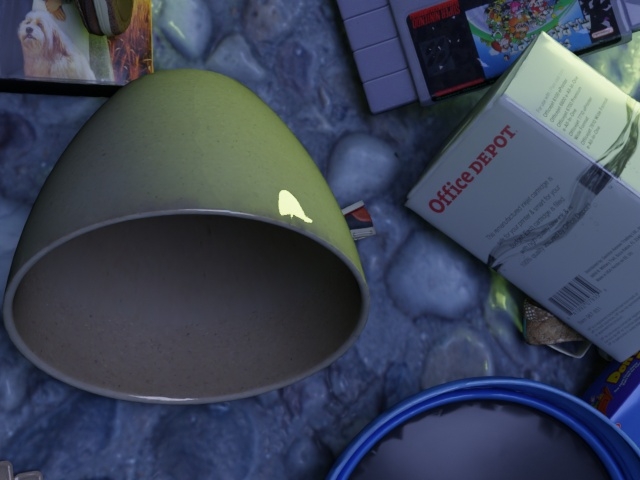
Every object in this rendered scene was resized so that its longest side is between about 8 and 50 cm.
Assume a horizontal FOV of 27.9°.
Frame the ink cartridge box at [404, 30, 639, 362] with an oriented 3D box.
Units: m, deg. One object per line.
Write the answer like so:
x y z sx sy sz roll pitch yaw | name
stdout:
0.281 -0.042 1.390 0.307 0.223 0.129 36 53 -2 | ink cartridge box

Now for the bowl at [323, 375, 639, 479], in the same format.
0.171 0.331 1.347 0.391 0.077 0.391 0 94 -8 | bowl

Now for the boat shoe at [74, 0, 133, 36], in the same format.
-0.253 -0.325 1.276 0.095 0.095 0.257 -9 94 12 | boat shoe

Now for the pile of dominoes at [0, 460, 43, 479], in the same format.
-0.387 0.282 1.221 0.251 0.040 0.196 24 73 -26 | pile of dominoes

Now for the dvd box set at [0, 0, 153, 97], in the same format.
-0.326 -0.360 1.319 0.308 0.062 0.420 2 81 -22 | dvd box set

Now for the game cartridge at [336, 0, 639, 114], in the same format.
0.194 -0.292 1.429 0.355 0.068 0.230 -18 84 8 | game cartridge

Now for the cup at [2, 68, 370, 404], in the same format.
-0.127 -0.023 1.237 0.331 0.331 0.237 10 52 -20 | cup

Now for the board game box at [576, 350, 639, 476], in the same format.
0.461 0.176 1.485 0.233 0.078 0.347 44 83 -18 | board game box

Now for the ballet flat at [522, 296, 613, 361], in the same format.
0.324 0.106 1.515 0.206 0.073 0.067 9 106 -18 | ballet flat

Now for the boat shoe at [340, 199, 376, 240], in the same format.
0.000 0.000 1.403 0.137 0.049 0.043 -26 94 -28 | boat shoe
